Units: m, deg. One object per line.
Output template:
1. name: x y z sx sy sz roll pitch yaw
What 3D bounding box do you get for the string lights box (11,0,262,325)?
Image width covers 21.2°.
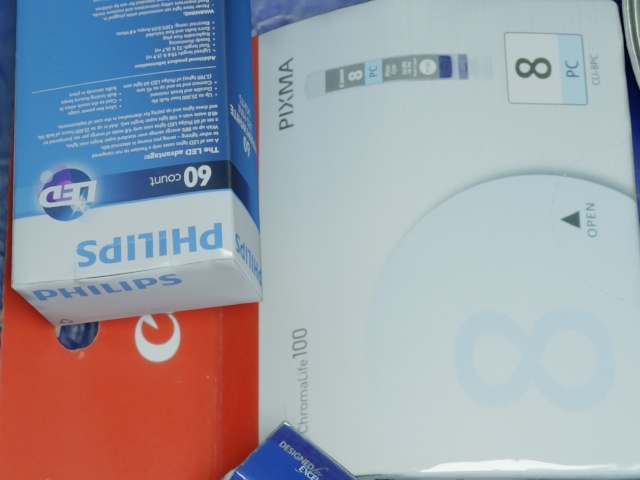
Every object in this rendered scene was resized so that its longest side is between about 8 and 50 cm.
1. string lights box: -0.110 -0.088 1.025 0.133 0.077 0.260 -7 68 10

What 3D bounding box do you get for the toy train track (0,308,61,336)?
1. toy train track: -0.209 0.049 1.099 0.083 0.014 0.048 12 88 -5

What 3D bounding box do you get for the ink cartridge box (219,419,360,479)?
1. ink cartridge box: -0.069 0.267 0.998 0.165 0.065 0.333 39 114 -8

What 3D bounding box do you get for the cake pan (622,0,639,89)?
1. cake pan: 0.331 -0.155 1.087 0.293 0.054 0.293 0 91 -22

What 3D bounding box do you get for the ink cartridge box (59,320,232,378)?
1. ink cartridge box: -0.118 0.116 1.079 0.180 0.060 0.104 -13 89 -7

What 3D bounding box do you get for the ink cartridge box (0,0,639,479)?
1. ink cartridge box: 0.000 0.000 1.035 0.384 0.091 0.308 1 69 -6
